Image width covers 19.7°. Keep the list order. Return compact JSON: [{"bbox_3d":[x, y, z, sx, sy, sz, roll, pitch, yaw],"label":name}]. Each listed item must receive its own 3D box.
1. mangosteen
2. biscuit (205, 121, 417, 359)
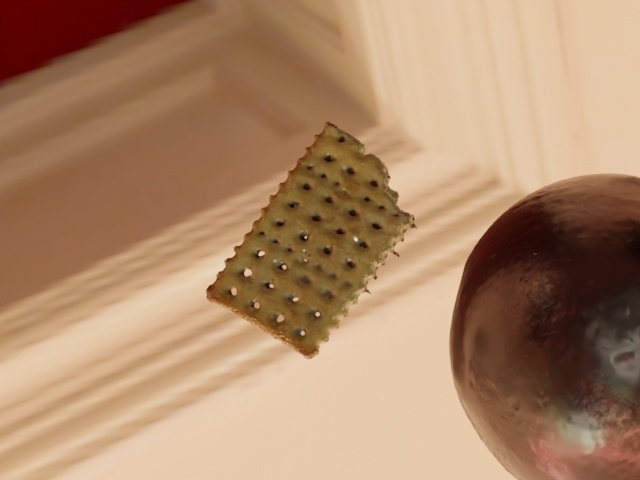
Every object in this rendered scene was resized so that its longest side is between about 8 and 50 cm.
[{"bbox_3d":[0.335,0.081,1.904,0.382,0.435,0.382,25,-147,-18],"label":"mangosteen"},{"bbox_3d":[0.000,0.000,1.669,0.144,0.016,0.203,31,-103,29],"label":"biscuit"}]
